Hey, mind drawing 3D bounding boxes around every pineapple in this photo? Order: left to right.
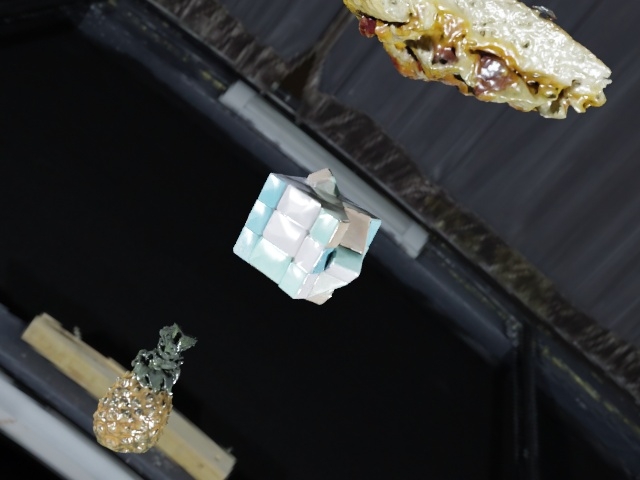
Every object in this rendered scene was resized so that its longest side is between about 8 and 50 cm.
[{"bbox_3d":[-0.245,0.205,1.280,0.108,0.198,0.108,28,-169,-6],"label":"pineapple"}]

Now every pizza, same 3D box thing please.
[{"bbox_3d":[0.099,-0.125,0.587,0.194,0.069,0.154,27,-174,-7],"label":"pizza"}]

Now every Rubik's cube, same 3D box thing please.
[{"bbox_3d":[-0.003,0.000,0.595,0.084,0.075,0.073,51,-158,19],"label":"Rubik's cube"}]
